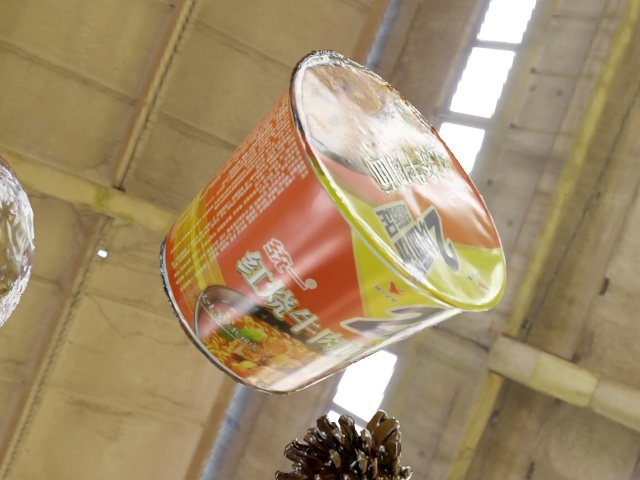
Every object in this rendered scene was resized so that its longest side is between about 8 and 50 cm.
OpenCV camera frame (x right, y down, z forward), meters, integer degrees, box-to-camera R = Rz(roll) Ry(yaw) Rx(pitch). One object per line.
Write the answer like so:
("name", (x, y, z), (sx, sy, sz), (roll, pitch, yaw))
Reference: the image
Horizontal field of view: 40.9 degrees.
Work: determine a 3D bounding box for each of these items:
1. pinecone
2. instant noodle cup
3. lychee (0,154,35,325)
("pinecone", (0.028, 0.315, 1.131), (0.195, 0.150, 0.179), (-13, -66, -47))
("instant noodle cup", (0.000, 0.000, 0.616), (0.174, 0.213, 0.213), (-37, -37, 30))
("lychee", (-0.443, -0.003, 0.958), (0.255, 0.300, 0.255), (-3, -82, -27))
